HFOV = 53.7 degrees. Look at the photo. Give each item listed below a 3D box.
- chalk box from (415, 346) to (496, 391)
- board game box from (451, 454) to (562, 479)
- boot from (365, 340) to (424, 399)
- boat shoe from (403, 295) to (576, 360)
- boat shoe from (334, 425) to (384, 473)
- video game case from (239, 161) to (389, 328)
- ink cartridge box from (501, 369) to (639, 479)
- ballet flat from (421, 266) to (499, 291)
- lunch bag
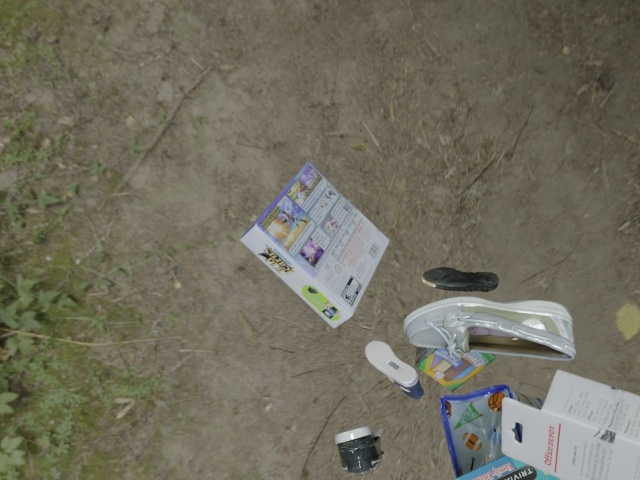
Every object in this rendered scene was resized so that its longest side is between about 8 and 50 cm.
[{"bbox_3d":[0.366,0.263,1.641,0.132,0.132,0.213,37,122,-11],"label":"chalk box"},{"bbox_3d":[0.372,0.477,1.218,0.336,0.254,0.079,-34,55,19],"label":"board game box"},{"bbox_3d":[0.189,0.339,1.643,0.069,0.086,0.190,-36,38,-13],"label":"boot"},{"bbox_3d":[0.319,0.180,1.217,0.321,0.118,0.103,0,49,12],"label":"boat shoe"},{"bbox_3d":[0.088,0.484,1.434,0.114,0.302,0.091,-17,68,8],"label":"boat shoe"},{"bbox_3d":[0.000,0.000,1.242,0.244,0.269,0.061,45,127,-8],"label":"video game case"},{"bbox_3d":[0.277,0.197,0.627,0.180,0.104,0.060,16,45,31],"label":"ink cartridge box"},{"bbox_3d":[0.286,0.089,1.297,0.173,0.049,0.057,5,47,-16],"label":"ballet flat"},{"bbox_3d":[0.490,0.589,1.616,0.239,0.328,0.385,-21,60,28],"label":"lunch bag"}]
